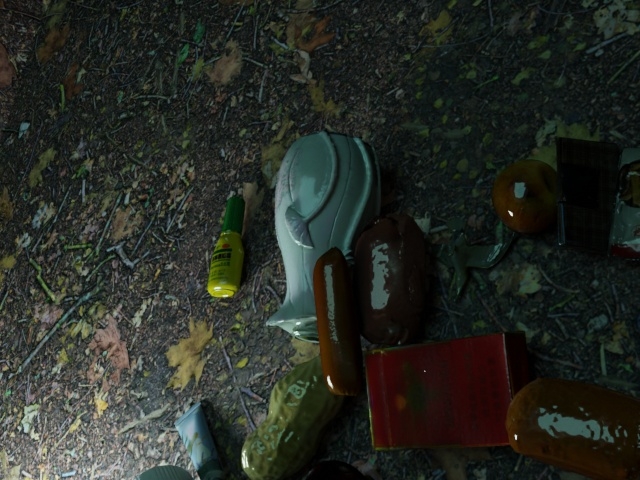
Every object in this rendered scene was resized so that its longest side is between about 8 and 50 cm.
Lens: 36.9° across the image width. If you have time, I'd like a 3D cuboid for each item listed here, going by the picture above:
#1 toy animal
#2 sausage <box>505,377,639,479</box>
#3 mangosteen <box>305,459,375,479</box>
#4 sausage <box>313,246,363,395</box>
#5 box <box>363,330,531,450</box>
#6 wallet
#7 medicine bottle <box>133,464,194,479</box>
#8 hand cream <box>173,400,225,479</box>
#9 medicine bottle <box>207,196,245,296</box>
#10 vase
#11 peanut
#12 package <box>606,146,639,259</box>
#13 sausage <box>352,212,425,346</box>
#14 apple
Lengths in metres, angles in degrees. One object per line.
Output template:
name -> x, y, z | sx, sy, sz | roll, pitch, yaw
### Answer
toy animal -> 0.267, 0.037, 1.920 | 0.219, 0.095, 0.155 | 2, 65, 44
sausage -> 0.432, 0.309, 1.561 | 0.268, 0.153, 0.141 | 11, 71, 30
mangosteen -> 0.042, 0.493, 1.851 | 0.152, 0.152, 0.152 | -21, 55, 33
sausage -> 0.032, 0.162, 1.910 | 0.089, 0.083, 0.300 | 130, 132, -79
box -> 0.236, 0.284, 1.782 | 0.313, 0.089, 0.197 | -12, 79, 37
wallet -> 0.497, -0.084, 1.772 | 0.042, 0.124, 0.230 | 112, 164, -66
medicine bottle -> -0.286, 0.652, 1.997 | 0.242, 0.242, 0.395 | -56, 31, 3
hand cream -> -0.273, 0.479, 2.206 | 0.088, 0.055, 0.256 | -45, 38, 9
medicine bottle -> -0.226, 0.013, 2.402 | 0.095, 0.064, 0.260 | -13, 59, 37
vase -> 0.000, 0.000, 2.094 | 0.250, 0.250, 0.445 | -9, 67, 39
peanut -> -0.051, 0.372, 1.993 | 0.149, 0.149, 0.313 | 36, 98, 47
package -> 0.601, -0.072, 1.713 | 0.154, 0.030, 0.239 | -1, 63, 32
sausage -> 0.142, 0.082, 1.958 | 0.152, 0.152, 0.279 | -10, 72, 38
apple -> 0.398, -0.085, 1.829 | 0.146, 0.146, 0.146 | -21, 55, 33
